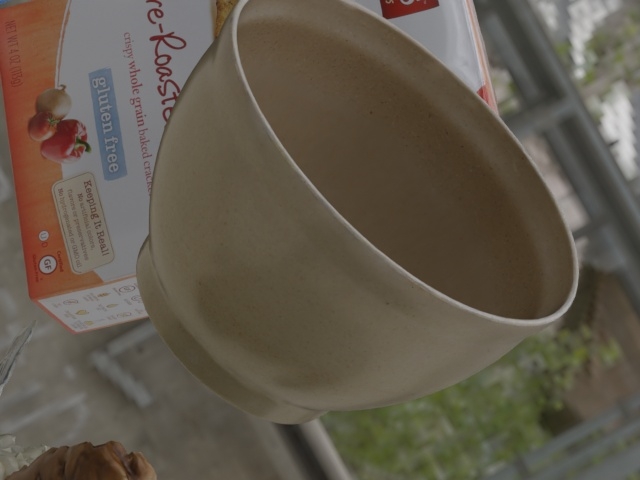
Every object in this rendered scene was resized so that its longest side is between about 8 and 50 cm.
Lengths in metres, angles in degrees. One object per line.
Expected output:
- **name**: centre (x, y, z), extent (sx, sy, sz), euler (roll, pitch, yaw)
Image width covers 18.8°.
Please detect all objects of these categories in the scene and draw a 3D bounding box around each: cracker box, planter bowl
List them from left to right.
- **cracker box**: centre (-0.033, -0.060, 0.933), extent (0.067, 0.232, 0.155), euler (59, 19, -68)
- **planter bowl**: centre (0.000, 0.000, 0.716), extent (0.162, 0.109, 0.162), euler (33, 29, -21)

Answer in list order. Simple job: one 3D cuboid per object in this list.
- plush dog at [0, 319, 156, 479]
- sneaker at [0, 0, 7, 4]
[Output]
- **plush dog**: centre (-0.066, 0.175, 0.664), extent (0.225, 0.210, 0.262), euler (40, 27, -28)
- **sneaker**: centre (-0.153, -0.218, 1.142), extent (0.091, 0.240, 0.126), euler (60, 5, 8)
